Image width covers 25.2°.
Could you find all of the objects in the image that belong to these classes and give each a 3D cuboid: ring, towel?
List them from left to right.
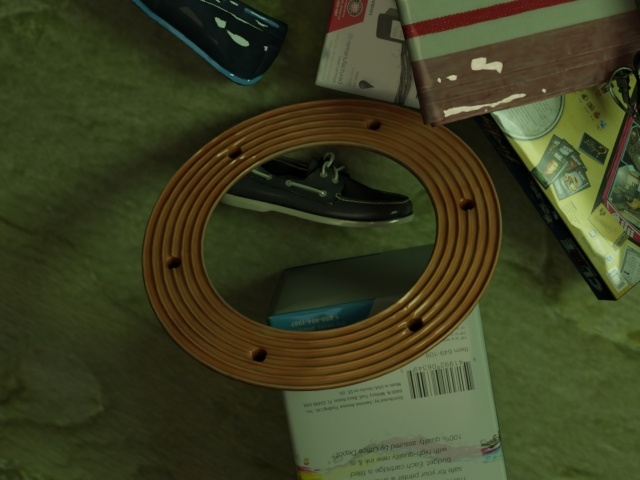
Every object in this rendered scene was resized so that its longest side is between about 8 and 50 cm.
[{"bbox_3d":[0.000,0.000,1.329,0.336,0.336,0.032,-7,143,5],"label":"ring"},{"bbox_3d":[0.162,-0.288,1.324,0.237,0.037,0.329,-15,92,-18],"label":"towel"}]

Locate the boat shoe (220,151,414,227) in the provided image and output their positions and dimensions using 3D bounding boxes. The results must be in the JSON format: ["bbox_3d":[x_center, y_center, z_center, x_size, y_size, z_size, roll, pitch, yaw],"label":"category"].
[{"bbox_3d":[-0.005,-0.057,1.437,0.206,0.075,0.065,9,104,7],"label":"boat shoe"}]

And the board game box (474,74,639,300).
[{"bbox_3d":[0.273,-0.086,1.397,0.165,0.042,0.243,-37,99,-13],"label":"board game box"}]

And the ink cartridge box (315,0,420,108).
[{"bbox_3d":[0.080,-0.191,1.405,0.150,0.063,0.109,13,103,1],"label":"ink cartridge box"}]

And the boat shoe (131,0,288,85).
[{"bbox_3d":[-0.145,-0.260,1.398,0.258,0.109,0.089,38,96,-22],"label":"boat shoe"}]

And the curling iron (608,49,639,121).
[{"bbox_3d":[0.325,-0.221,1.258,0.068,0.035,0.274,29,123,17],"label":"curling iron"}]

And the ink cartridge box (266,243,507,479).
[{"bbox_3d":[0.074,0.163,1.419,0.198,0.197,0.270,-9,102,5],"label":"ink cartridge box"}]
